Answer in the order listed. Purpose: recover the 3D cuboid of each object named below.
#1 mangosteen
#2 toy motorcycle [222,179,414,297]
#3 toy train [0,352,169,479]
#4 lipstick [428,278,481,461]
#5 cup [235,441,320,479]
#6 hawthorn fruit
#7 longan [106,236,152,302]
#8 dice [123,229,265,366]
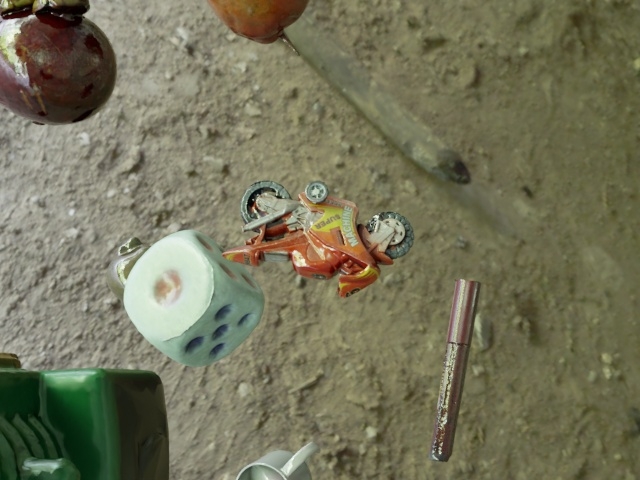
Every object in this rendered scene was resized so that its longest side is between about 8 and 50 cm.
[{"bbox_3d":[-0.432,-0.314,1.216,0.215,0.258,0.215,12,23,-5],"label":"mangosteen"},{"bbox_3d":[0.000,-0.001,1.239,0.298,0.089,0.171,14,77,4],"label":"toy motorcycle"},{"bbox_3d":[-0.241,0.142,0.436,0.249,0.429,0.178,-4,79,6],"label":"toy train"},{"bbox_3d":[0.131,0.126,0.736,0.027,0.027,0.177,17,78,-30],"label":"lipstick"},{"bbox_3d":[-0.081,0.484,1.560,0.142,0.134,0.174,-8,110,-65],"label":"cup"},{"bbox_3d":[-0.100,-0.427,1.254,0.210,0.210,0.262,-54,137,-44],"label":"hawthorn fruit"},{"bbox_3d":[-0.520,0.090,2.169,0.184,0.159,0.204,-12,86,-22],"label":"longan"},{"bbox_3d":[-0.329,0.152,1.987,0.268,0.265,0.262,45,5,29],"label":"dice"}]
